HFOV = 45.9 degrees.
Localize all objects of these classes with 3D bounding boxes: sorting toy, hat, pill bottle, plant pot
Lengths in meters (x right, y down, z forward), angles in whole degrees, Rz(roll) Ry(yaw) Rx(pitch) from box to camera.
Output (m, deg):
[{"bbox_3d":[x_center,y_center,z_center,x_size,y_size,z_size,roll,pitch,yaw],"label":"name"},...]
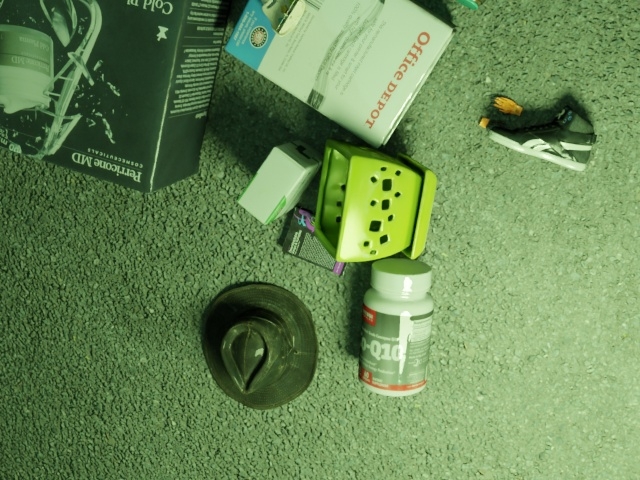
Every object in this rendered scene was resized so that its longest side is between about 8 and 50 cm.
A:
[{"bbox_3d":[-0.076,-0.459,1.494,0.075,0.045,0.083,41,114,8],"label":"sorting toy"},{"bbox_3d":[-0.159,0.278,1.830,0.331,0.134,0.332,3,104,11],"label":"hat"},{"bbox_3d":[0.172,0.193,1.720,0.161,0.161,0.283,5,105,11],"label":"pill bottle"},{"bbox_3d":[0.118,-0.084,1.621,0.207,0.227,0.228,5,105,-15],"label":"plant pot"}]

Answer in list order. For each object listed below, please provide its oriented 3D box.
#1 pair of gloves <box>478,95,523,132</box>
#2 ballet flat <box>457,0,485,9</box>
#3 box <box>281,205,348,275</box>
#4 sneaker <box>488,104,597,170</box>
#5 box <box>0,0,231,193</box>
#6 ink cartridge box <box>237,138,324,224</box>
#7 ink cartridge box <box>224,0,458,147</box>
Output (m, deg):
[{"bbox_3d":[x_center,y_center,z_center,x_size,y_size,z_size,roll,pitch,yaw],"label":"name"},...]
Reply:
[{"bbox_3d":[0.391,-0.267,1.637,0.074,0.010,0.083,26,108,5],"label":"pair of gloves"},{"bbox_3d":[0.224,-0.574,1.561,0.280,0.095,0.096,23,98,-5],"label":"ballet flat"},{"bbox_3d":[0.000,0.000,1.779,0.162,0.029,0.116,22,106,5],"label":"box"},{"bbox_3d":[0.473,-0.236,1.598,0.216,0.079,0.121,18,104,-1],"label":"sneaker"},{"bbox_3d":[-0.485,-0.410,1.647,0.479,0.297,0.472,17,109,8],"label":"box"},{"bbox_3d":[-0.080,-0.134,1.670,0.087,0.208,0.153,38,108,4],"label":"ink cartridge box"},{"bbox_3d":[0.047,-0.423,1.584,0.394,0.166,0.286,34,113,2],"label":"ink cartridge box"}]
